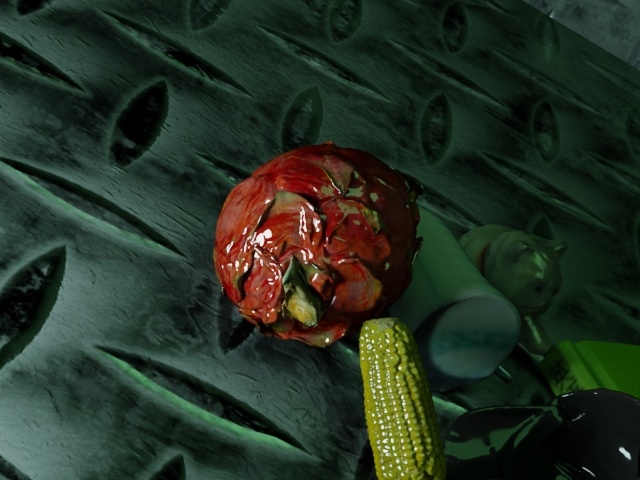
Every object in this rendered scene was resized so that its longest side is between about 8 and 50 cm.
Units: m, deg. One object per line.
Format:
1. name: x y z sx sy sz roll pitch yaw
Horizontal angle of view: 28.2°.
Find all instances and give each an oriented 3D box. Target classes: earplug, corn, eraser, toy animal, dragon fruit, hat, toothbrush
1. earplug: 0.151 0.054 1.932 0.185 0.185 0.324 12 31 -31
2. corn: 0.104 0.228 1.655 0.097 0.097 0.261 1 73 -41
3. eraser: 0.488 0.284 1.983 0.210 0.092 0.274 8 40 -34
4. toy animal: 0.327 0.043 2.065 0.308 0.188 0.266 -1 32 -37
5. dragon fruit: 0.000 0.000 1.757 0.277 0.277 0.342 34 33 0
6. hat: 0.333 0.341 1.741 0.336 0.208 0.238 -10 28 5
7. toothbrush: 0.225 0.157 1.983 0.193 0.013 0.019 39 40 8
